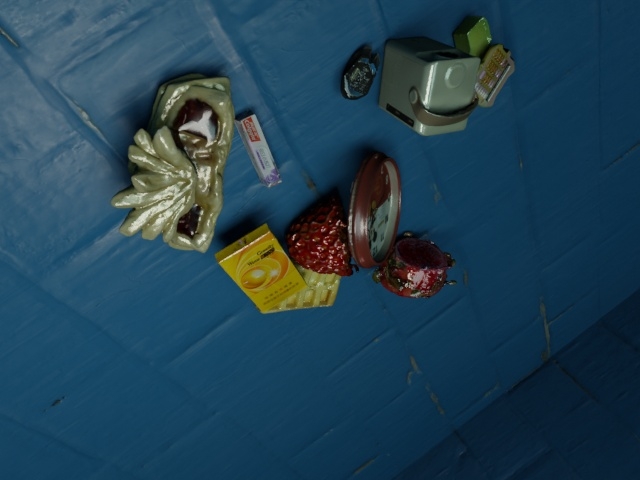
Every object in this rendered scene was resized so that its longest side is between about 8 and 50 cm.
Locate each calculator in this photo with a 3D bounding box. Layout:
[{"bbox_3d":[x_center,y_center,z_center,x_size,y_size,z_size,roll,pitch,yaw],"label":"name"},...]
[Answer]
[{"bbox_3d":[0.461,-0.447,1.335,0.236,0.033,0.157,-3,127,-59],"label":"calculator"}]

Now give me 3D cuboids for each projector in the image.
[{"bbox_3d":[0.260,-0.369,1.176,0.163,0.242,0.177,-13,129,-20],"label":"projector"}]

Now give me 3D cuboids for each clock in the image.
[{"bbox_3d":[0.142,-0.081,1.334,0.318,0.080,0.319,8,90,-66],"label":"clock"}]

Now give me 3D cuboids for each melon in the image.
[{"bbox_3d":[0.365,-0.471,1.290,0.118,0.064,0.209,26,109,-42],"label":"melon"}]

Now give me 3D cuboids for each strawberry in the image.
[{"bbox_3d":[0.000,0.000,1.350,0.178,0.234,0.234,-9,132,10],"label":"strawberry"}]

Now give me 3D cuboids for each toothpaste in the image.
[{"bbox_3d":[-0.149,-0.215,1.178,0.047,0.040,0.196,-31,132,-12],"label":"toothpaste"}]

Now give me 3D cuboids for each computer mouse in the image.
[{"bbox_3d":[0.091,-0.401,1.184,0.079,0.047,0.135,29,95,-34],"label":"computer mouse"}]

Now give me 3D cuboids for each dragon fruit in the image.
[{"bbox_3d":[0.305,0.075,1.546,0.282,0.211,0.147,2,115,-8],"label":"dragon fruit"}]

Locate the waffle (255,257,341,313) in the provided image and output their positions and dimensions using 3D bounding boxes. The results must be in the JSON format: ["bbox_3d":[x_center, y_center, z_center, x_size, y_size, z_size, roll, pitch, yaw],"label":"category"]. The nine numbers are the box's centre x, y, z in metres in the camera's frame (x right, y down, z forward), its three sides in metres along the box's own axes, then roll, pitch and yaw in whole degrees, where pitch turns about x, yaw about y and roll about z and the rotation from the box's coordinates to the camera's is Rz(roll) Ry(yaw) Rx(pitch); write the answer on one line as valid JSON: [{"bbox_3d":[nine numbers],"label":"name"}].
[{"bbox_3d":[-0.057,0.129,1.468,0.274,0.057,0.168,-1,122,-30],"label":"waffle"}]

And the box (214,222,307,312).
[{"bbox_3d":[-0.146,0.081,1.290,0.152,0.043,0.269,-33,140,-2],"label":"box"}]

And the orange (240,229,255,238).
[{"bbox_3d":[-0.174,0.013,1.300,0.083,0.083,0.084,-16,129,-21],"label":"orange"}]

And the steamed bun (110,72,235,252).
[{"bbox_3d":[-0.310,-0.136,1.046,0.247,0.189,0.428,3,121,-24],"label":"steamed bun"}]
